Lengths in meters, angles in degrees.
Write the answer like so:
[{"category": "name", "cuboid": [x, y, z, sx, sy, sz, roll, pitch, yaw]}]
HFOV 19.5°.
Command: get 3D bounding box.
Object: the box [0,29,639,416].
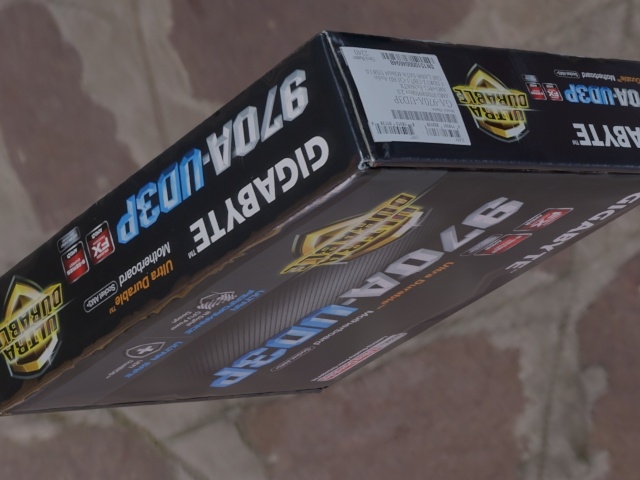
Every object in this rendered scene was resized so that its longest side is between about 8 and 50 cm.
[{"category": "box", "cuboid": [0.000, 0.000, 0.692, 0.175, 0.051, 0.220, 0, 155, -45]}]
